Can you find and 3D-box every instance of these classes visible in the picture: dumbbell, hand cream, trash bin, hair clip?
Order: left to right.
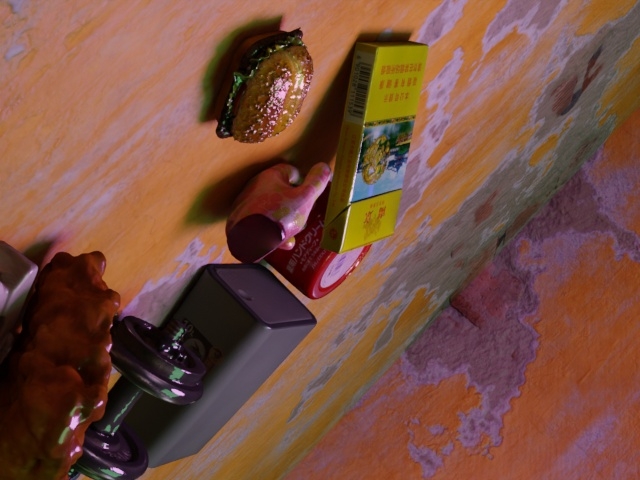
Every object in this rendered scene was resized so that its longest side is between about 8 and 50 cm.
[{"bbox_3d":[-0.432,0.152,1.294,0.331,0.085,0.101,-59,167,27],"label":"hair clip"},{"bbox_3d":[-0.295,0.235,1.599,0.290,0.192,0.192,-52,162,5],"label":"dumbbell"},{"bbox_3d":[-0.192,0.220,1.867,0.343,0.158,0.223,-52,161,13],"label":"trash bin"},{"bbox_3d":[0.000,0.000,1.921,0.193,0.125,0.193,-45,161,-20],"label":"hand cream"}]

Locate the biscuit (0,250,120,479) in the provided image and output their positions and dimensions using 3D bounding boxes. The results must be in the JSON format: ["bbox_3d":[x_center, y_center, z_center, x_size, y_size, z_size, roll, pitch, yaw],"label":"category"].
[{"bbox_3d":[-0.345,0.202,1.319,0.318,0.110,0.312,-56,-156,33],"label":"biscuit"}]

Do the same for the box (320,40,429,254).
[{"bbox_3d":[0.088,-0.154,1.747,0.187,0.047,0.335,-19,123,-58],"label":"box"}]

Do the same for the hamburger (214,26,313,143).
[{"bbox_3d":[-0.074,-0.193,1.419,0.137,0.087,0.166,-29,153,-45],"label":"hamburger"}]

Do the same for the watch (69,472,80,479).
[{"bbox_3d":[-0.433,0.346,1.718,0.206,0.068,0.193,-32,156,-37],"label":"watch"}]

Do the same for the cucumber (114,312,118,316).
[{"bbox_3d":[-0.392,0.194,1.534,0.284,0.056,0.056,-47,162,5],"label":"cucumber"}]

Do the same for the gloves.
[{"bbox_3d":[-0.069,-0.056,1.677,0.241,0.126,0.145,-75,-172,-61],"label":"gloves"}]
